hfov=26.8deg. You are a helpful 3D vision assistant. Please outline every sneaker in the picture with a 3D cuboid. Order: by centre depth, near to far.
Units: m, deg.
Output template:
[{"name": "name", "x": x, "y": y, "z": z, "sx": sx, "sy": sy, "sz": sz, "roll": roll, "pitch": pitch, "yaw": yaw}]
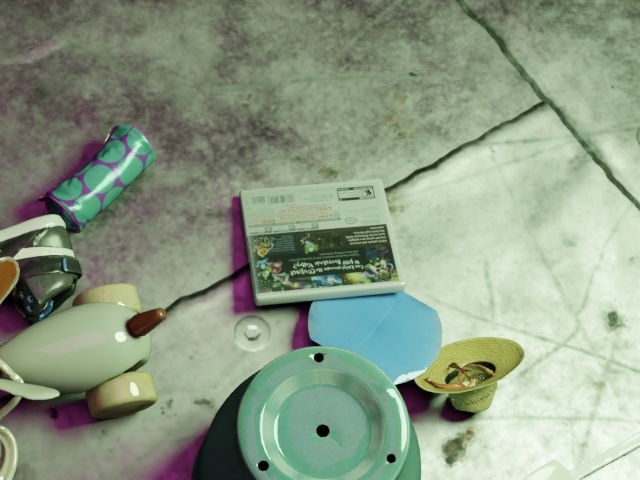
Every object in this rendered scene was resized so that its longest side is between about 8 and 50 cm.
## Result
[{"name": "sneaker", "x": -0.398, "y": 0.057, "z": 1.638, "sx": 0.217, "sy": 0.079, "sz": 0.121, "roll": -22, "pitch": 74, "yaw": -12}]

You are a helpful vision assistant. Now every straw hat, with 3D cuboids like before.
[{"name": "straw hat", "x": 0.185, "y": 0.177, "z": 1.643, "sx": 0.144, "sy": 0.144, "sz": 0.061, "roll": -19, "pitch": 109, "yaw": -14}]

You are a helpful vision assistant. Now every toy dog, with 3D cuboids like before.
[{"name": "toy dog", "x": -0.306, "y": 0.121, "z": 1.519, "sx": 0.334, "sy": 0.161, "sz": 0.220, "roll": -26, "pitch": 81, "yaw": -45}]

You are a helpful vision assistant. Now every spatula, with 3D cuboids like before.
[{"name": "spatula", "x": 0.364, "y": 0.309, "z": 1.607, "sx": 0.242, "sy": 0.019, "sz": 0.168, "roll": -26, "pitch": 55, "yaw": -16}]

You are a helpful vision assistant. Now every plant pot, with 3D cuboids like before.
[{"name": "plant pot", "x": -0.008, "y": 0.246, "z": 1.488, "sx": 0.272, "sy": 0.255, "sz": 0.271, "roll": 2, "pitch": 65, "yaw": -4}]

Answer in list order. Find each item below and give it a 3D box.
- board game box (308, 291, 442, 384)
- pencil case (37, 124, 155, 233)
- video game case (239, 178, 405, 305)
[{"name": "board game box", "x": 0.067, "y": 0.115, "z": 1.677, "sx": 0.169, "sy": 0.033, "sz": 0.133, "roll": 30, "pitch": 54, "yaw": 14}, {"name": "pencil case", "x": -0.284, "y": -0.081, "z": 1.721, "sx": 0.070, "sy": 0.064, "sz": 0.151, "roll": 43, "pitch": 67, "yaw": -3}, {"name": "video game case", "x": 0.000, "y": 0.000, "z": 1.717, "sx": 0.190, "sy": 0.022, "sz": 0.173, "roll": -5, "pitch": 54, "yaw": -8}]
